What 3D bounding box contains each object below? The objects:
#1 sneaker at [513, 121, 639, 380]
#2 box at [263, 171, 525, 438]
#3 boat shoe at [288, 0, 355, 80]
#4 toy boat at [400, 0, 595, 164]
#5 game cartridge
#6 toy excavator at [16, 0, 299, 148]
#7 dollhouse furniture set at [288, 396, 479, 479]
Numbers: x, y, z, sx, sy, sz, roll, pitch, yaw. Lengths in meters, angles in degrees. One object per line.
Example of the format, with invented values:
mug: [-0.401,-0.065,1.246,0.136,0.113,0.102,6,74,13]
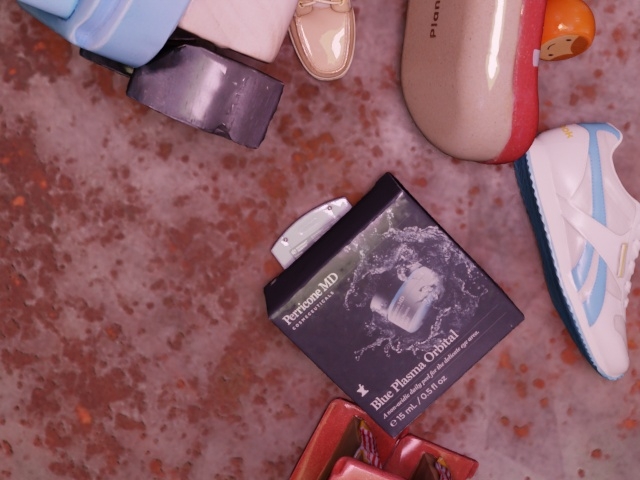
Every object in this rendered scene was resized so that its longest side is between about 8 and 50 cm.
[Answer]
sneaker: [0.240,0.011,0.942,0.092,0.087,0.229,-16,100,1]
box: [0.060,0.054,0.934,0.156,0.093,0.158,-44,103,6]
boat shoe: [-0.005,-0.220,0.920,0.063,0.059,0.170,-9,98,1]
toy boat: [0.160,-0.177,0.898,0.151,0.151,0.231,3,99,-23]
game cartridge: [0.000,0.000,0.974,0.083,0.017,0.056,-35,100,4]
toy excavator: [-0.249,-0.281,0.811,0.445,0.433,0.222,20,99,-31]
dollhouse furniture set: [0.000,0.341,0.929,0.152,0.201,0.374,27,96,-4]
